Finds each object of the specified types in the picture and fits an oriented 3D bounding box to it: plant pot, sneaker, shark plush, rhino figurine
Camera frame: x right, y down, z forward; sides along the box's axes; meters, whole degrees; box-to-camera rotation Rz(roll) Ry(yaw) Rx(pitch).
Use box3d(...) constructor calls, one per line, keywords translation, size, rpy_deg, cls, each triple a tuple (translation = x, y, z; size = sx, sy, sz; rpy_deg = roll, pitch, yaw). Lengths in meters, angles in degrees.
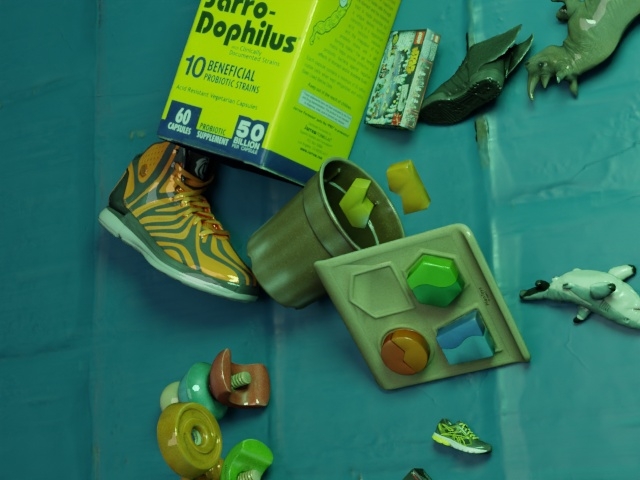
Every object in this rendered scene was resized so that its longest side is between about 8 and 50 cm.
box3d(translation=(0.000, 0.000, 1.629), size=(0.165, 0.167, 0.167), rpy_deg=(-35, 64, 30), cls="plant pot")
box3d(translation=(-0.187, -0.043, 1.762), size=(0.321, 0.124, 0.180), rpy_deg=(31, 97, 32), cls="sneaker")
box3d(translation=(0.315, 0.074, 1.480), size=(0.161, 0.073, 0.067), rpy_deg=(-3, 109, 26), cls="shark plush")
box3d(translation=(0.339, -0.276, 1.525), size=(0.243, 0.073, 0.106), rpy_deg=(-53, 56, 13), cls="rhino figurine")
box3d(translation=(0.180, 0.248, 1.536), size=(0.083, 0.031, 0.035), rpy_deg=(12, 86, 32), cls="sneaker")
box3d(translation=(0.204, -0.219, 1.606), size=(0.170, 0.051, 0.089), rpy_deg=(-23, 40, 47), cls="sneaker")

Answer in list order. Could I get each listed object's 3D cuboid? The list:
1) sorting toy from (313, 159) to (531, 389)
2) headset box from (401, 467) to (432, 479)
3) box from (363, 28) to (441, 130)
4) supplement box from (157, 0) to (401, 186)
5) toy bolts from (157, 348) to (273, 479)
box3d(translation=(0.103, 0.055, 1.502), size=(0.229, 0.041, 0.307), rpy_deg=(-14, 118, 30), cls="sorting toy")
box3d(translation=(0.117, 0.343, 1.554), size=(0.083, 0.032, 0.062), rpy_deg=(-48, 61, 12), cls="headset box")
box3d(translation=(0.111, -0.219, 1.654), size=(0.094, 0.027, 0.137), rpy_deg=(12, 86, 59), cls="box")
box3d(translation=(-0.047, -0.267, 1.683), size=(0.194, 0.195, 0.357), rpy_deg=(18, 89, 32), cls="supplement box")
box3d(translation=(-0.179, 0.264, 1.662), size=(0.158, 0.218, 0.229), rpy_deg=(-24, 49, 32), cls="toy bolts")
